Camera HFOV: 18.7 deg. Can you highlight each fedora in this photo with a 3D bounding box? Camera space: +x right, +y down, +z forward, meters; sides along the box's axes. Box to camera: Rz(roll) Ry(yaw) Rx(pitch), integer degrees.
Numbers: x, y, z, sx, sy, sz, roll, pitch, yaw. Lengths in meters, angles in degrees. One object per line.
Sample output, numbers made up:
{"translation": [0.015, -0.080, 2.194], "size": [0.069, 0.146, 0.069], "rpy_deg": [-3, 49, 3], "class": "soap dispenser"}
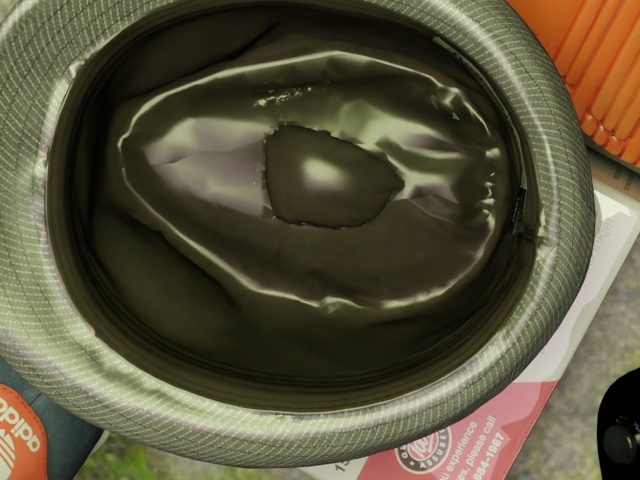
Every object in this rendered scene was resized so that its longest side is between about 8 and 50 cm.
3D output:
{"translation": [-0.017, -0.026, 0.878], "size": [0.275, 0.124, 0.244], "rpy_deg": [0, 99, 2], "class": "fedora"}

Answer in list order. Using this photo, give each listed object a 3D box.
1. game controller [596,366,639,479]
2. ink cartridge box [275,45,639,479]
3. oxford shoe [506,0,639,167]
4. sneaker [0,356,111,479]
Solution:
{"translation": [0.262, 0.134, 0.914], "size": [0.319, 0.067, 0.166], "rpy_deg": [-9, 83, 50], "class": "game controller"}
{"translation": [0.000, 0.000, 1.004], "size": [0.283, 0.117, 0.207], "rpy_deg": [28, 102, 6], "class": "ink cartridge box"}
{"translation": [0.129, -0.139, 0.962], "size": [0.363, 0.133, 0.130], "rpy_deg": [26, 114, -14], "class": "oxford shoe"}
{"translation": [-0.244, 0.150, 1.007], "size": [0.131, 0.148, 0.350], "rpy_deg": [44, 129, -5], "class": "sneaker"}
